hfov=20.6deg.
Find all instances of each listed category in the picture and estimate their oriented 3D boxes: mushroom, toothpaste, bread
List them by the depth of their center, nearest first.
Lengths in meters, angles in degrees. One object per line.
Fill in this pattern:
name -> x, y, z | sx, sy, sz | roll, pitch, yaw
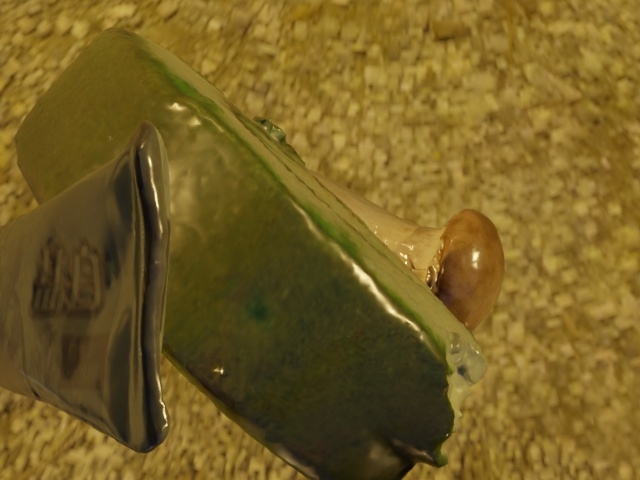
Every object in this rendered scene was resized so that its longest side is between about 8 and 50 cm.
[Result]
toothpaste -> -0.085, 0.019, 0.530 | 0.047, 0.268, 0.069 | 33, 76, -17
bread -> -0.027, 0.020, 1.128 | 0.129, 0.382, 0.366 | -46, 136, 3
mushroom -> 0.000, 0.000, 1.539 | 0.350, 0.128, 0.128 | 14, 111, 33
